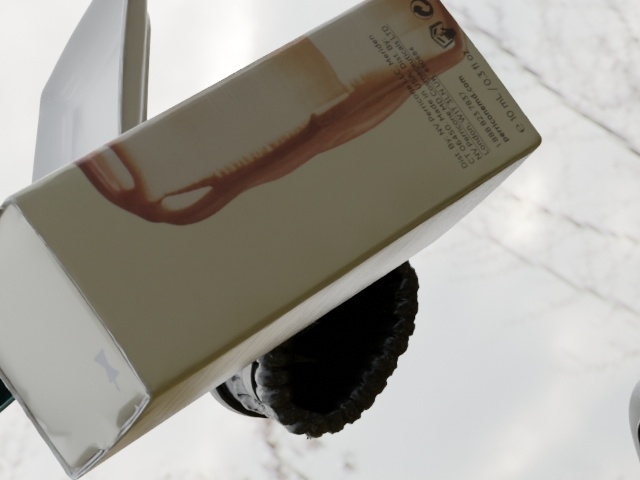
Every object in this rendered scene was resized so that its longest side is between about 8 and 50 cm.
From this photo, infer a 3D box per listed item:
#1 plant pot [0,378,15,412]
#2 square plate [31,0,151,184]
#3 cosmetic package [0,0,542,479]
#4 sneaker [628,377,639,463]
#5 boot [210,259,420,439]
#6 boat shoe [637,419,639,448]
[{"bbox_3d":[-0.340,0.124,1.277,0.234,0.166,0.165,-43,2,38],"label":"plant pot"},{"bbox_3d":[-0.263,-0.109,2.141,0.049,0.344,0.347,11,-31,-21],"label":"square plate"},{"bbox_3d":[-0.040,-0.012,1.041,0.296,0.129,0.153,-33,-6,-34],"label":"cosmetic package"},{"bbox_3d":[0.384,0.246,1.642,0.104,0.147,0.296,-39,-67,-34],"label":"sneaker"},{"bbox_3d":[0.004,0.002,1.635,0.260,0.131,0.348,159,122,-75],"label":"boot"},{"bbox_3d":[0.233,0.164,1.217,0.042,0.049,0.133,-26,-64,-31],"label":"boat shoe"}]
